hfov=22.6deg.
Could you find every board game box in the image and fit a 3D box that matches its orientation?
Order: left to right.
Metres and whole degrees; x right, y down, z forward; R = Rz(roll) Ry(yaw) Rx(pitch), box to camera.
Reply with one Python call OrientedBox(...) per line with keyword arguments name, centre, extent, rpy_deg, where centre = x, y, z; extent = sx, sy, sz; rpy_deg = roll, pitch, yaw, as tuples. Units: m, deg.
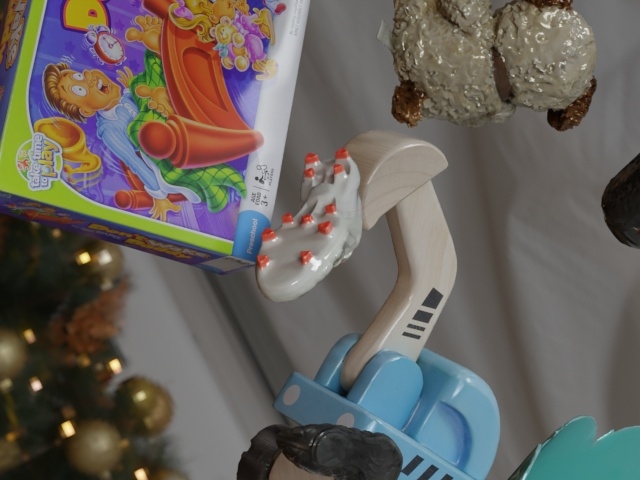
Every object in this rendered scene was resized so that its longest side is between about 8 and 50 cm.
OrientedBox(name="board game box", centre=(-0.134, -0.169, 1.294), extent=(0.233, 0.347, 0.078), rpy_deg=(16, 166, -27))

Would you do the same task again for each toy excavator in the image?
OrientedBox(name="toy excavator", centre=(0.087, 0.149, 1.862), extent=(0.222, 0.433, 0.445), rpy_deg=(21, -103, 52))

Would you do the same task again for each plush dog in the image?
OrientedBox(name="plush dog", centre=(0.205, -0.215, 1.843), extent=(0.225, 0.262, 0.210), rpy_deg=(-7, -145, 21))

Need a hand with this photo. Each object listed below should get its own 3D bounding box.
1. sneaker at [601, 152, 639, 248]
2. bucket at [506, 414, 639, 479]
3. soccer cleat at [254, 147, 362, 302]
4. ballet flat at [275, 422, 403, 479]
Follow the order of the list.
OrientedBox(name="sneaker", centre=(0.226, -0.126, 0.876), extent=(0.281, 0.162, 0.106), rpy_deg=(-41, -164, 30))
OrientedBox(name="bucket", centre=(0.134, 0.235, 0.700), extent=(0.183, 0.281, 0.281), rpy_deg=(-47, 162, 26))
OrientedBox(name="soccer cleat", centre=(0.000, 0.000, 1.259), extent=(0.068, 0.076, 0.196), rpy_deg=(-6, -150, 18))
OrientedBox(name="ballet flat", centre=(0.024, 0.191, 1.440), extent=(0.049, 0.057, 0.173), rpy_deg=(17, 172, 36))
